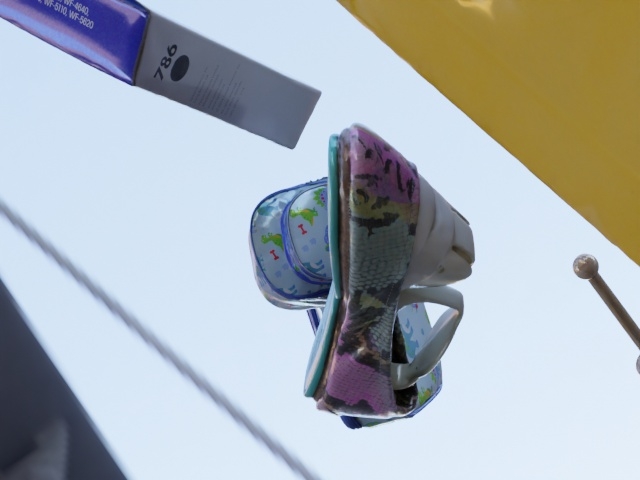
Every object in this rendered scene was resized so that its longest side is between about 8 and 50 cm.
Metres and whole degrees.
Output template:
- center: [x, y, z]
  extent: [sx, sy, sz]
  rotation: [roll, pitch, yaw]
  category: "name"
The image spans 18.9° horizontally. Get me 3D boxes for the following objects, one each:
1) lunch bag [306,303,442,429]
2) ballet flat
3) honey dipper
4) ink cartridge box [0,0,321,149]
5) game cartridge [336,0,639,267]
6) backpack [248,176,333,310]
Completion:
- center: [0.050, 0.086, 2.066]
  extent: [0.090, 0.219, 0.176]
  rotation: [-16, 6, 20]
  category: "lunch bag"
- center: [0.036, 0.020, 0.977]
  extent: [0.079, 0.077, 0.221]
  rotation: [7, -38, 1]
  category: "ballet flat"
- center: [0.215, 0.061, 1.345]
  extent: [0.030, 0.030, 0.161]
  rotation: [-41, -50, 1]
  category: "honey dipper"
- center: [-0.144, -0.157, 1.517]
  extent: [0.065, 0.165, 0.332]
  rotation: [-63, -28, 3]
  category: "ink cartridge box"
- center: [0.079, -0.160, 0.699]
  extent: [0.052, 0.285, 0.324]
  rotation: [-36, -22, -26]
  category: "game cartridge"
- center: [0.000, 0.000, 1.555]
  extent: [0.114, 0.105, 0.084]
  rotation: [-13, -12, -6]
  category: "backpack"
